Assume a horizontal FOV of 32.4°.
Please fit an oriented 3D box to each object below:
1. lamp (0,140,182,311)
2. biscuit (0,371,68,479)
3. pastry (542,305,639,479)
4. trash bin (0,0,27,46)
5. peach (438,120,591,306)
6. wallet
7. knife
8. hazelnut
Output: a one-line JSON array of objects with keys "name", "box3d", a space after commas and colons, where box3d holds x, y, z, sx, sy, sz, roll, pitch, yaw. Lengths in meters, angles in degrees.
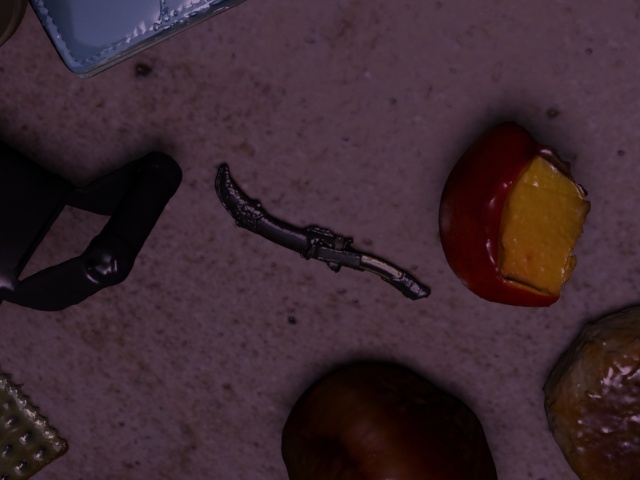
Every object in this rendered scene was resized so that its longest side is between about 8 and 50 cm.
[{"name": "lamp", "box3d": [-0.349, -0.026, 0.918, 0.374, 0.205, 0.272, -30, 113, 27]}, {"name": "biscuit", "box3d": [-0.359, 0.169, 1.099, 0.144, 0.016, 0.203, -35, 101, 17]}, {"name": "pastry", "box3d": [0.295, 0.155, 0.961, 0.182, 0.093, 0.192, -22, 104, 17]}, {"name": "trash bin", "box3d": [-0.377, -0.220, 0.853, 0.243, 0.247, 0.121, 37, 111, -6]}, {"name": "peach", "box3d": [0.152, -0.013, 0.900, 0.118, 0.151, 0.151, -31, 102, -4]}, {"name": "wallet", "box3d": [-0.186, -0.276, 0.897, 0.176, 0.075, 0.250, -24, 102, 11]}, {"name": "knife", "box3d": [-0.004, 0.005, 0.992, 0.222, 0.021, 0.045, 30, 107, -2]}, {"name": "hazelnut", "box3d": [0.063, 0.199, 0.976, 0.204, 0.178, 0.178, 39, 112, 27]}]
